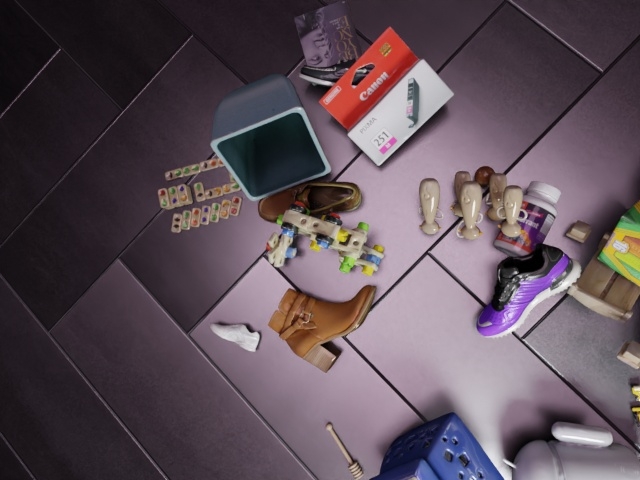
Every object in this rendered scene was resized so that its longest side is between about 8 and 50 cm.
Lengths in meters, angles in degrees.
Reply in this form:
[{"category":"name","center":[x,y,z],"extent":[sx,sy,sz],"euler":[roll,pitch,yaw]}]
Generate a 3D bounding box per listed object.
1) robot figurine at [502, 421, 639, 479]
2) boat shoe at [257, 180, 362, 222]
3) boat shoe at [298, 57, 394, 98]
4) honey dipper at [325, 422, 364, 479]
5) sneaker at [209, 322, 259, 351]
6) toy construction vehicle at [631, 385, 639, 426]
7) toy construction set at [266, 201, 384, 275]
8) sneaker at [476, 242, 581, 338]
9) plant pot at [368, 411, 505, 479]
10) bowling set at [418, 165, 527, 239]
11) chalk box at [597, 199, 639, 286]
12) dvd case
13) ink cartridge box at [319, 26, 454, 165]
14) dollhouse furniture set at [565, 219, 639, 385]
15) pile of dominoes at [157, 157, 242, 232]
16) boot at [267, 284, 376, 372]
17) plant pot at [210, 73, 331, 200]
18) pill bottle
[{"category":"robot figurine","center":[0.611,0.576,1.145],"extent":[0.354,0.200,0.299],"euler":[-2,86,11]},{"category":"boat shoe","center":[-0.040,-0.120,1.378],"extent":[0.308,0.104,0.110],"euler":[-11,83,10]},{"category":"boat shoe","center":[0.091,-0.464,1.376],"extent":[0.303,0.114,0.091],"euler":[12,108,0]},{"category":"honey dipper","center":[0.063,0.572,1.336],"extent":[0.030,0.030,0.160],"euler":[-35,78,6]},{"category":"sneaker","center":[-0.247,0.266,1.415],"extent":[0.152,0.053,0.061],"euler":[23,80,6]},{"category":"toy construction vehicle","center":[0.816,0.405,1.211],"extent":[0.086,0.035,0.098],"euler":[-13,80,20]},{"category":"toy construction set","center":[0.000,0.000,1.319],"extent":[0.328,0.215,0.151],"euler":[4,73,16]},{"category":"sneaker","center":[0.475,0.114,1.212],"extent":[0.146,0.102,0.293],"euler":[34,113,-20]},{"category":"plant pot","center":[0.267,0.590,1.158],"extent":[0.236,0.212,0.236],"euler":[54,129,11]},{"category":"bowling set","center":[0.418,-0.098,1.273],"extent":[0.287,0.200,0.154],"euler":[14,120,40]},{"category":"chalk box","center":[0.809,0.030,1.064],"extent":[0.179,0.180,0.289],"euler":[-36,56,-16]},{"category":"dvd case","center":[0.027,-0.587,1.451],"extent":[0.165,0.018,0.221],"euler":[-16,82,9]},{"category":"ink cartridge box","center":[0.171,-0.381,1.309],"extent":[0.239,0.060,0.275],"euler":[42,109,-15]},{"category":"dollhouse furniture set","center":[0.707,0.172,1.198],"extent":[0.356,0.173,0.303],"euler":[33,66,28]},{"category":"pile of dominoes","center":[-0.362,-0.144,1.474],"extent":[0.251,0.040,0.195],"euler":[-14,82,10]},{"category":"boot","center":[0.004,0.194,1.355],"extent":[0.220,0.109,0.283],"euler":[36,99,16]},{"category":"plant pot","center":[-0.142,-0.308,1.345],"extent":[0.248,0.247,0.252],"euler":[-19,52,9]},{"category":"pill bottle","center":[0.538,-0.050,1.261],"extent":[0.108,0.108,0.193],"euler":[27,90,12]}]
